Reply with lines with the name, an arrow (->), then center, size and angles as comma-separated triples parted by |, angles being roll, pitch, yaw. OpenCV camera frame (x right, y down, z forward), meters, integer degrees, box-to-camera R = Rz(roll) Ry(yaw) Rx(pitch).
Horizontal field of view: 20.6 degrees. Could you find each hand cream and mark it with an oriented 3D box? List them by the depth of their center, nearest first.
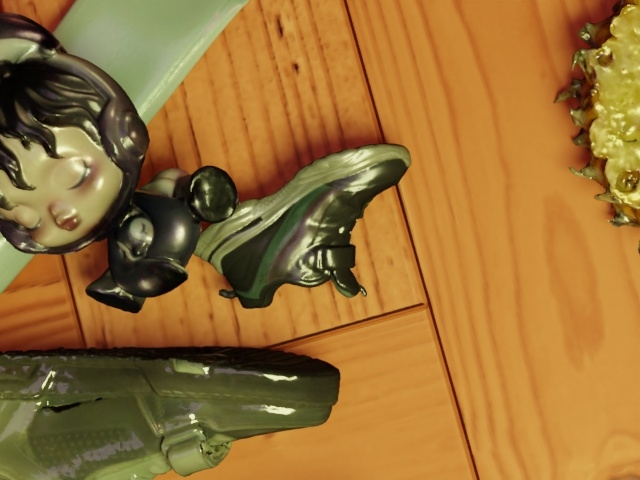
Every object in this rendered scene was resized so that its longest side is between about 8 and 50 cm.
hand cream -> -0.179, -0.093, 1.275 | 0.109, 0.067, 0.320 | 35, 86, 10

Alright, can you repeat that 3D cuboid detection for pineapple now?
pineapple -> 0.225, -0.104, 1.196 | 0.135, 0.079, 0.233 | 8, 86, 12

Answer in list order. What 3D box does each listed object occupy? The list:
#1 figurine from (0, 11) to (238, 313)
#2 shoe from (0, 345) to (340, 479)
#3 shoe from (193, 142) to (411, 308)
figurine -> -0.170, -0.065, 1.192 | 0.222, 0.145, 0.145 | 38, 92, -19
shoe -> -0.130, 0.148, 1.219 | 0.293, 0.109, 0.149 | 1, 89, 12
shoe -> 0.000, 0.000, 1.229 | 0.169, 0.071, 0.099 | -29, 84, 9
